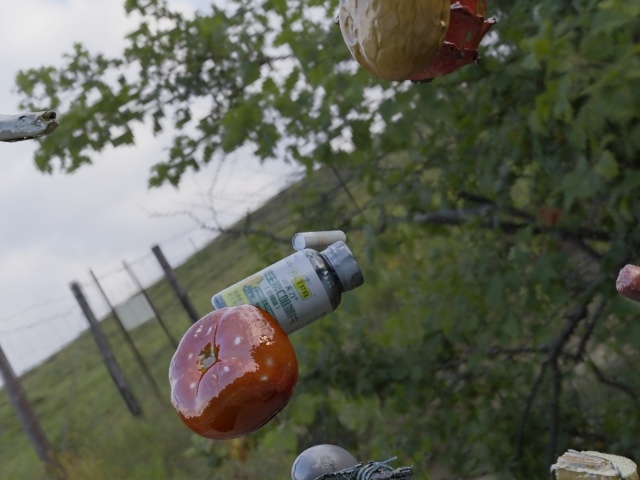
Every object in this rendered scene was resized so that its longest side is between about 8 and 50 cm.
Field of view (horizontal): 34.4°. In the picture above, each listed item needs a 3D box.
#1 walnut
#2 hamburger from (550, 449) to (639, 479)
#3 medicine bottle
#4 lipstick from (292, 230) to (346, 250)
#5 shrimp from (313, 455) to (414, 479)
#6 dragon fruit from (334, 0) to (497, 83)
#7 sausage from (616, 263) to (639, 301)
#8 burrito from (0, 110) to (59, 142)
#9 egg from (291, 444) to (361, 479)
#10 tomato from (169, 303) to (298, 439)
[{"bbox_3d":[0.105,-0.327,1.469,0.159,0.206,0.159,-4,16,1],"label":"walnut"},{"bbox_3d":[0.662,0.569,2.409,0.208,0.155,0.135,-14,7,45],"label":"hamburger"},{"bbox_3d":[-0.061,0.109,2.070,0.293,0.141,0.141,-27,-9,-9],"label":"medicine bottle"},{"bbox_3d":[0.000,0.000,2.231,0.040,0.040,0.141,-37,-20,35],"label":"lipstick"},{"bbox_3d":[0.075,0.401,1.759,0.174,0.082,0.076,-4,17,8],"label":"shrimp"},{"bbox_3d":[0.162,-0.347,1.676,0.274,0.161,0.126,4,-17,-2],"label":"dragon fruit"},{"bbox_3d":[0.546,0.077,1.759,0.094,0.054,0.059,17,-33,-20],"label":"sausage"},{"bbox_3d":[-0.672,-0.248,2.266,0.226,0.060,0.087,-2,26,24],"label":"burrito"},{"bbox_3d":[0.014,0.532,2.321,0.146,0.146,0.199,-34,-39,20],"label":"egg"},{"bbox_3d":[-0.152,0.245,1.865,0.260,0.259,0.180,-36,-52,29],"label":"tomato"}]
